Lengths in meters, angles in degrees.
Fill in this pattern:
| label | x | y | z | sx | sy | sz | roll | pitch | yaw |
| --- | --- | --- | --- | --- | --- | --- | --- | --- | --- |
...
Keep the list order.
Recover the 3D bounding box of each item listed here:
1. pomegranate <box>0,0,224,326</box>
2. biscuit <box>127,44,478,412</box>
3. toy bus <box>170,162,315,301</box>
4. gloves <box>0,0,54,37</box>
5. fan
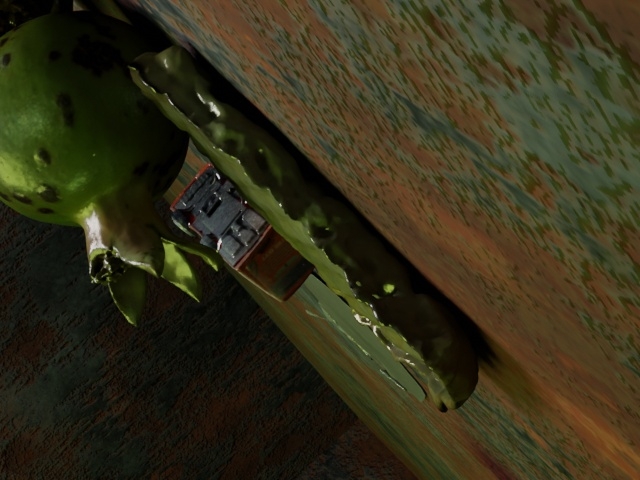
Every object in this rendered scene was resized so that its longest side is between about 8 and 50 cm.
| label | x | y | z | sx | sy | sz | roll | pitch | yaw |
| --- | --- | --- | --- | --- | --- | --- | --- | --- | --- |
| pomegranate | -0.136 | -0.057 | 0.910 | 0.220 | 0.156 | 0.156 | 43 | 174 | 17 |
| biscuit | 0.000 | 0.000 | 0.831 | 0.273 | 0.036 | 0.187 | 45 | 174 | 19 |
| toy bus | -0.065 | -0.009 | 1.149 | 0.077 | 0.065 | 0.192 | 42 | 178 | -24 |
| gloves | -0.262 | -0.179 | 1.028 | 0.312 | 0.135 | 0.210 | 73 | 174 | -66 |
| fan | 0.021 | 0.083 | 1.401 | 0.182 | 0.010 | 0.310 | 49 | 172 | -12 |
